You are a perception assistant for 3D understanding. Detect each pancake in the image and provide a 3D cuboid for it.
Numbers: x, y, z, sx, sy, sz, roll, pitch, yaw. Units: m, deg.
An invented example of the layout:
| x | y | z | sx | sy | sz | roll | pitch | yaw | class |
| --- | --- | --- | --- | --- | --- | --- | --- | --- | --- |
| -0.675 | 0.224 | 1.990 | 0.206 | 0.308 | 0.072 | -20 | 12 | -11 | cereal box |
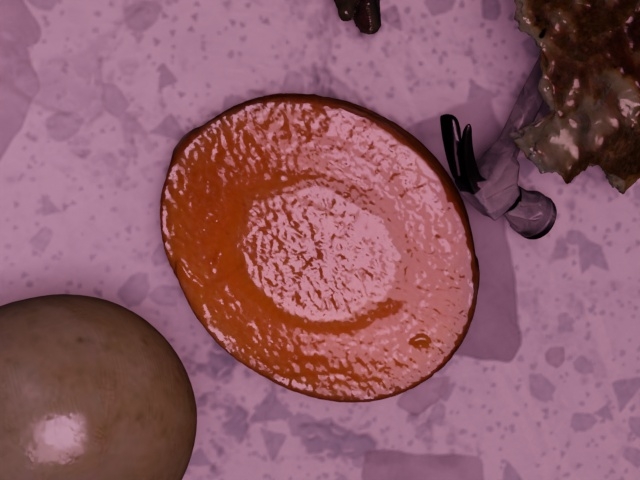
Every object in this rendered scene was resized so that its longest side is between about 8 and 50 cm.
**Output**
| x | y | z | sx | sy | sz | roll | pitch | yaw | class |
| --- | --- | --- | --- | --- | --- | --- | --- | --- | --- |
| 0.275 | -0.255 | 1.219 | 0.304 | 0.067 | 0.427 | -16 | 110 | -25 | pancake |

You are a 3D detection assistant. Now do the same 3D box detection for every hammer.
| x | y | z | sx | sy | sz | roll | pitch | yaw | class |
| --- | --- | --- | --- | --- | --- | --- | --- | --- | --- |
| 0.242 | -0.214 | 1.256 | 0.152 | 0.044 | 0.427 | 34 | 80 | -37 | hammer |

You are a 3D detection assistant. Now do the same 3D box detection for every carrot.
| x | y | z | sx | sy | sz | roll | pitch | yaw | class |
| --- | --- | --- | --- | --- | --- | --- | --- | --- | --- |
| 0.000 | 0.000 | 1.220 | 0.307 | 0.100 | 0.258 | 35 | 89 | -3 | carrot |

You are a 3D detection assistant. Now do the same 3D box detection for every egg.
| x | y | z | sx | sy | sz | roll | pitch | yaw | class |
| --- | --- | --- | --- | --- | --- | --- | --- | --- | --- |
| -0.248 | 0.161 | 1.117 | 0.295 | 0.218 | 0.219 | -14 | 96 | 2 | egg |

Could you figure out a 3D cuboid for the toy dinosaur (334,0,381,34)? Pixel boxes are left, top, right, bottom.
| x | y | z | sx | sy | sz | roll | pitch | yaw | class |
| --- | --- | --- | --- | --- | --- | --- | --- | --- | --- |
| 0.052 | -0.289 | 1.240 | 0.179 | 0.087 | 0.187 | -10 | 116 | -45 | toy dinosaur |
